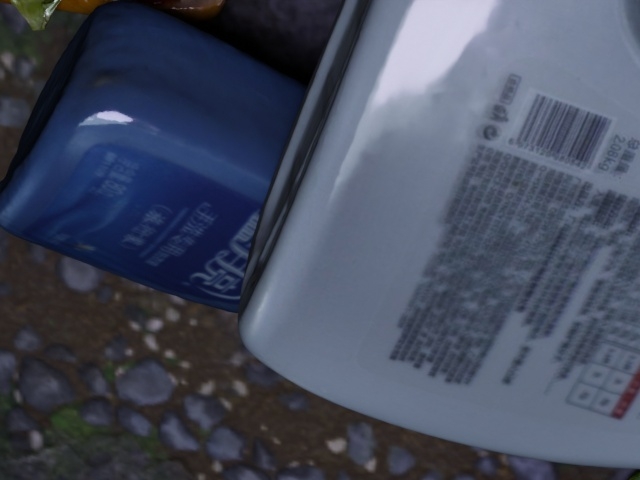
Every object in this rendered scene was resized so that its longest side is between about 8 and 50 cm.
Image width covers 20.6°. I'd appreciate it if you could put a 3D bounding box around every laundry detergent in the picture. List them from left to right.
[{"bbox_3d":[0.000,0.000,0.827,0.290,0.094,0.143,25,141,-14],"label":"laundry detergent"},{"bbox_3d":[0.190,-0.005,0.690,0.398,0.125,0.264,19,116,-7],"label":"laundry detergent"}]

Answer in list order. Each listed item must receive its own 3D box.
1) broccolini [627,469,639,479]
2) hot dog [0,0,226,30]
[{"bbox_3d":[0.153,0.154,0.937,0.035,0.030,0.140,34,120,-14],"label":"broccolini"},{"bbox_3d":[-0.155,-0.157,0.814,0.250,0.076,0.104,16,124,5],"label":"hot dog"}]
